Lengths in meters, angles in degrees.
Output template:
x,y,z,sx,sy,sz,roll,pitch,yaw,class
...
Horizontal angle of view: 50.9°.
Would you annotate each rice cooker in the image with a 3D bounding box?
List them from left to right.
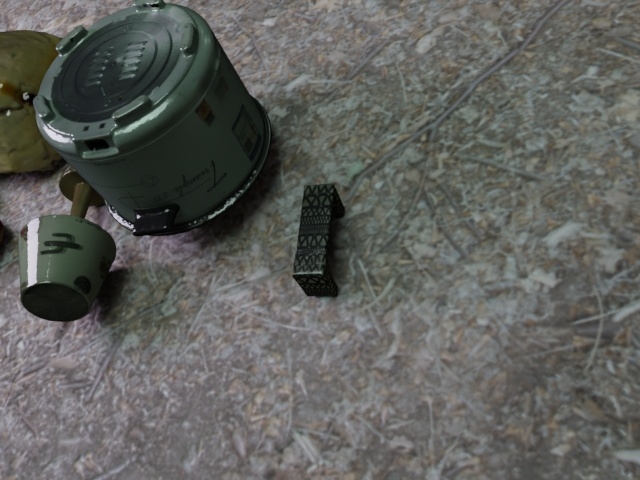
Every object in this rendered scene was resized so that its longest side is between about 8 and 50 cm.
x,y,z,sx,sy,sz,roll,pitch,yaw,class
-0.195,-0.140,0.820,0.241,0.227,0.280,-9,57,16,rice cooker

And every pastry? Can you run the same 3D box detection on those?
x,y,z,sx,sy,sz,roll,pitch,yaw,class
-0.495,-0.233,1.044,0.237,0.170,0.255,4,58,22,pastry

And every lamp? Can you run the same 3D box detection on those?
x,y,z,sx,sy,sz,roll,pitch,yaw,class
-0.322,-0.005,0.868,0.121,0.121,0.214,-16,48,15,lamp

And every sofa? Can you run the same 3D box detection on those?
x,y,z,sx,sy,sz,roll,pitch,yaw,class
0.000,0.000,0.758,0.039,0.060,0.117,-2,60,16,sofa

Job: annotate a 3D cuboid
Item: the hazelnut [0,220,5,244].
x,y,z,sx,sy,sz,roll,pitch,yaw,class
-0.501,-0.012,0.971,0.086,0.086,0.086,-11,58,18,hazelnut
